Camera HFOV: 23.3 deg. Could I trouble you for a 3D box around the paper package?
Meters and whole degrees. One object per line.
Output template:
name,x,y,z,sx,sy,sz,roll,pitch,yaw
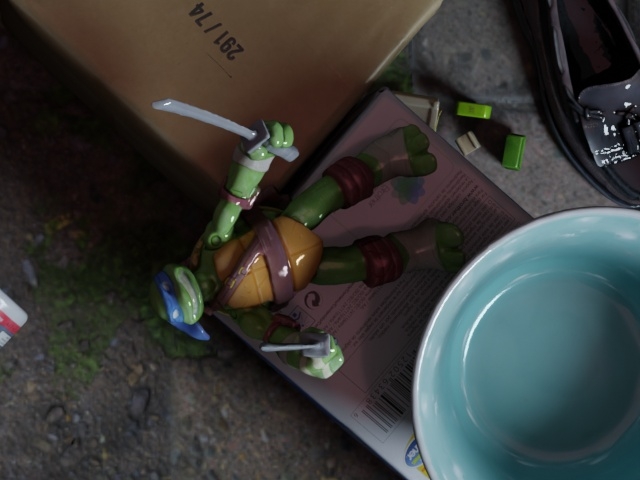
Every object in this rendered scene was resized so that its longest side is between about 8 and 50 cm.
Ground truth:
paper package,-0.095,-0.224,1.479,0.325,0.168,0.309,42,80,-5

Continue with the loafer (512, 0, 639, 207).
loafer,0.278,-0.174,1.579,0.109,0.095,0.303,-25,92,-10

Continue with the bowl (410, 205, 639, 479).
bowl,0.221,0.120,1.357,0.311,0.163,0.312,0,95,-6

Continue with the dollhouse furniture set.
dollhouse furniture set,0.132,-0.106,1.588,0.151,0.058,0.076,9,94,9

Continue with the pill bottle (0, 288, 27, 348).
pill bottle,-0.371,0.101,1.445,0.108,0.108,0.180,43,82,-6

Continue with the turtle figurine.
turtle figurine,0.000,0.000,1.295,0.266,0.275,0.198,-22,63,-25

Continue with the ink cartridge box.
ink cartridge box,0.113,0.083,1.499,0.395,0.151,0.270,41,90,-5
